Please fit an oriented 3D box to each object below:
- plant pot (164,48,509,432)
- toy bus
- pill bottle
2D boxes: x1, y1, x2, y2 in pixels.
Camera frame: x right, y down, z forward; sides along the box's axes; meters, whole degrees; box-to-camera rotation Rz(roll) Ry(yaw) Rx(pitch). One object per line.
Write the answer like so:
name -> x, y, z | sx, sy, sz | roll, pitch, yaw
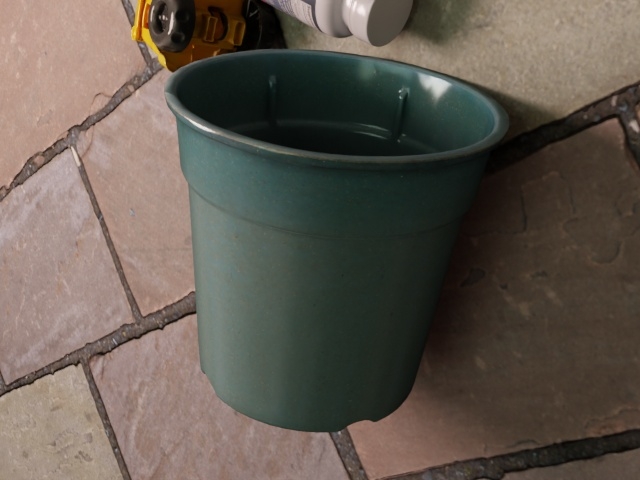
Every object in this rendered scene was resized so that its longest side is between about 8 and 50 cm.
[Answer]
plant pot -> 0.000, 0.000, 0.932 | 0.341, 0.341, 0.333 | 26, 123, 32
toy bus -> -0.160, -0.335, 1.097 | 0.211, 0.150, 0.220 | 37, 120, 45
pill bottle -> 0.012, -0.293, 0.976 | 0.180, 0.108, 0.107 | 34, 119, 28
